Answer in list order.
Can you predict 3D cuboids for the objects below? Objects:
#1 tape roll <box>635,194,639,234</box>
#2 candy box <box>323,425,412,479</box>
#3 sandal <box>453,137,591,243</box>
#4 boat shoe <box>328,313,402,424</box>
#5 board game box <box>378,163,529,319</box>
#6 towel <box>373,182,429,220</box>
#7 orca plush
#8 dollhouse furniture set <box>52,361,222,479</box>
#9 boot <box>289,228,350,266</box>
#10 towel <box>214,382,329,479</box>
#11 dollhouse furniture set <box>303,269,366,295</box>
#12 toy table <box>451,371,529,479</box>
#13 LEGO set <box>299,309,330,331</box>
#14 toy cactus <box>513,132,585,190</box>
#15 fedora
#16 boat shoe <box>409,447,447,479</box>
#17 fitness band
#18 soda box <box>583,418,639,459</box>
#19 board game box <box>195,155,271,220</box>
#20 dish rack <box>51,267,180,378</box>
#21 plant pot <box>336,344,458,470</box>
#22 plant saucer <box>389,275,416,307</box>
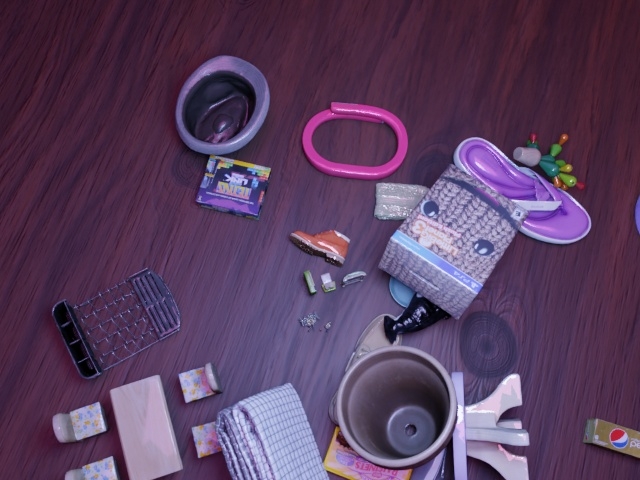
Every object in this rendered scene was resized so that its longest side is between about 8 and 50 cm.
[{"bbox_3d":[1.002,-0.064,1.691,0.275,0.090,0.274,1,74,-2],"label":"tape roll"},{"bbox_3d":[0.116,0.532,1.507,0.206,0.027,0.105,20,76,4],"label":"candy box"},{"bbox_3d":[0.538,-0.134,1.685,0.416,0.102,0.169,34,75,8],"label":"sandal"},{"bbox_3d":[0.116,0.313,1.535,0.109,0.098,0.302,30,74,7],"label":"boat shoe"},{"bbox_3d":[0.322,-0.002,1.524,0.232,0.141,0.291,34,59,12],"label":"board game box"},{"bbox_3d":[0.220,-0.105,1.704,0.148,0.027,0.110,5,72,-1],"label":"towel"},{"bbox_3d":[0.277,0.141,1.555,0.287,0.102,0.151,-21,90,-29],"label":"orca plush"},{"bbox_3d":[-0.368,0.499,1.377,0.362,0.256,0.394,-17,75,-8],"label":"dollhouse furniture set"},{"bbox_3d":[0.000,0.000,1.651,0.158,0.059,0.084,24,70,-4],"label":"boot"},{"bbox_3d":[-0.102,0.481,1.404,0.121,0.235,0.283,-28,77,21],"label":"towel"},{"bbox_3d":[0.037,0.090,1.612,0.152,0.076,0.058,-17,75,-6],"label":"dollhouse furniture set"},{"bbox_3d":[0.387,0.442,1.450,0.161,0.252,0.274,-3,92,13],"label":"toy table"},{"bbox_3d":[-0.016,0.210,1.605,0.083,0.023,0.054,36,77,-5],"label":"LEGO set"},{"bbox_3d":[0.599,-0.220,1.677,0.181,0.112,0.218,8,46,-28],"label":"toy cactus"},{"bbox_3d":[-0.261,-0.345,1.706,0.244,0.124,0.275,23,79,6],"label":"fedora"},{"bbox_3d":[0.257,0.582,1.476,0.076,0.080,0.228,29,69,-14],"label":"boat shoe"},{"bbox_3d":[0.094,-0.272,1.740,0.291,0.054,0.208,6,76,1],"label":"fitness band"},{"bbox_3d":[0.741,0.489,1.528,0.181,0.058,0.061,17,73,2],"label":"soda box"},{"bbox_3d":[-0.231,-0.143,1.686,0.170,0.048,0.141,13,72,2],"label":"board game box"},{"bbox_3d":[-0.495,0.195,1.560,0.272,0.074,0.208,-28,77,-10],"label":"dish rack"},{"bbox_3d":[0.189,0.400,1.417,0.263,0.229,0.263,-10,55,14],"label":"plant pot"},{"bbox_3d":[0.238,0.120,1.639,0.120,0.021,0.119,1,73,-2],"label":"plant saucer"}]
